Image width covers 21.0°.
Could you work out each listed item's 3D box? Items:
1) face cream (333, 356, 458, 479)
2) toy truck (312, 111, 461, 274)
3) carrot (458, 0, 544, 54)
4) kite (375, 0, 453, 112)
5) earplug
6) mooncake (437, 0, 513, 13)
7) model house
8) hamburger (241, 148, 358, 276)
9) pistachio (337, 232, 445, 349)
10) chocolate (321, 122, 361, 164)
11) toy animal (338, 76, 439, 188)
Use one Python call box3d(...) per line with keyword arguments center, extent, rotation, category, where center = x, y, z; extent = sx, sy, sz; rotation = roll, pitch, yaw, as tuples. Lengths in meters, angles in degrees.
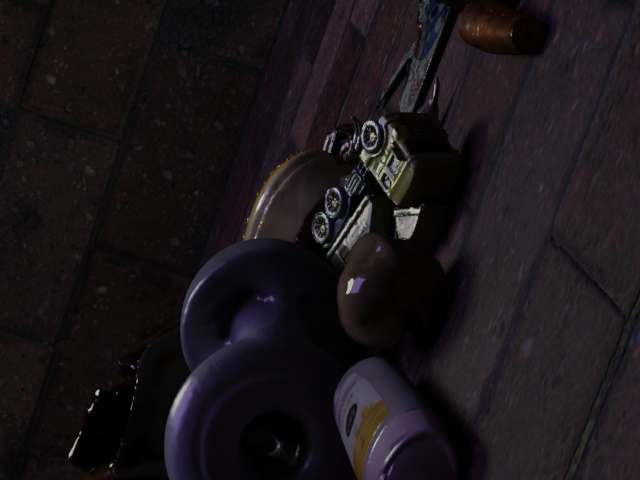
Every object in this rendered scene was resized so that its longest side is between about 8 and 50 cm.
box3d(center=(0.065, 0.178, 1.533), extent=(0.269, 0.073, 0.107), rotation=(-123, 43, -76), category="face cream")
box3d(center=(0.073, -0.031, 1.772), extent=(0.116, 0.085, 0.191), rotation=(59, 134, 36), category="toy truck")
box3d(center=(0.176, -0.203, 1.663), extent=(0.161, 0.055, 0.055), rotation=(-134, 62, -71), category="carrot")
box3d(center=(0.129, -0.260, 2.143), extent=(0.368, 0.014, 0.406), rotation=(124, 161, -61), category="kite")
box3d(center=(-0.057, 0.149, 1.767), extent=(0.175, 0.214, 0.325), rotation=(128, 146, -59), category="earplug")
box3d(center=(0.160, -0.345, 1.781), extent=(0.228, 0.124, 0.228), rotation=(-162, 90, -79), category="mooncake")
box3d(center=(-0.136, 0.194, 1.987), extent=(0.282, 0.297, 0.317), rotation=(135, 150, -59), category="model house")
box3d(center=(-0.021, -0.010, 2.137), extent=(0.116, 0.173, 0.210), rotation=(42, 122, 38), category="hamburger")
box3d(center=(0.062, 0.051, 1.671), extent=(0.149, 0.113, 0.113), rotation=(133, 153, -66), category="pistachio")
box3d(center=(-0.005, -0.001, 2.293), extent=(0.102, 0.065, 0.329), rotation=(-116, 42, -76), category="chocolate")
box3d(center=(0.079, -0.111, 1.907), extent=(0.219, 0.095, 0.155), rotation=(-107, 28, -71), category="toy animal")
